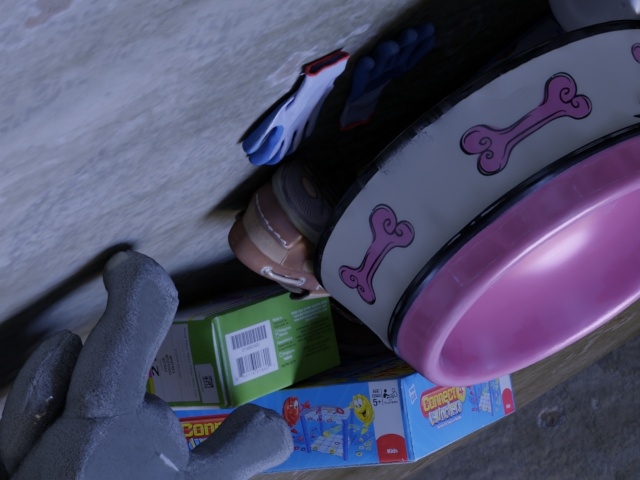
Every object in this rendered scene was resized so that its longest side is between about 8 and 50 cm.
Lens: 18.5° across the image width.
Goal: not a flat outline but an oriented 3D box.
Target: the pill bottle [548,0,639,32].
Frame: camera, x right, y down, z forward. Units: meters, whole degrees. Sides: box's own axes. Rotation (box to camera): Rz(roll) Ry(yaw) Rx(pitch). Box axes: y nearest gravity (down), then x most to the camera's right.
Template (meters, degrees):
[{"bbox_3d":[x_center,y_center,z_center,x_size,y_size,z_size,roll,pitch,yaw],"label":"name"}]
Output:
[{"bbox_3d":[0.308,-0.253,1.872,0.180,0.108,0.108,-21,159,-43],"label":"pill bottle"}]

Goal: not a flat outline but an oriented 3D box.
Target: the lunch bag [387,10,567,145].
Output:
[{"bbox_3d":[0.202,-0.113,2.065,0.303,0.115,0.243,-38,168,3],"label":"lunch bag"}]

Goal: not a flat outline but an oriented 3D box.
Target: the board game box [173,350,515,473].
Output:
[{"bbox_3d":[0.017,0.181,2.136,0.302,0.086,0.308,-8,-178,25],"label":"board game box"}]

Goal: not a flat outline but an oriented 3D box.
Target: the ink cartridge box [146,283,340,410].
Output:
[{"bbox_3d":[-0.139,0.112,2.059,0.255,0.097,0.189,-5,-172,38],"label":"ink cartridge box"}]

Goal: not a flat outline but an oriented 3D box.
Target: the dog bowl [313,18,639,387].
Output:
[{"bbox_3d":[0.204,-0.017,1.853,0.408,0.150,0.408,-29,158,-13],"label":"dog bowl"}]

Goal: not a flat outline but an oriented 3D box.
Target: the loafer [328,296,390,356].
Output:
[{"bbox_3d":[0.108,0.011,2.249,0.366,0.134,0.130,-29,153,-41],"label":"loafer"}]

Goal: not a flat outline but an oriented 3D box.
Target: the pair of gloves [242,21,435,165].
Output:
[{"bbox_3d":[0.017,-0.129,1.774,0.198,0.023,0.159,-27,162,-34],"label":"pair of gloves"}]

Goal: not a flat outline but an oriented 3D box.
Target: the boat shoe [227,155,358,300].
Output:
[{"bbox_3d":[0.000,0.000,1.973,0.116,0.123,0.324,-35,157,13],"label":"boat shoe"}]

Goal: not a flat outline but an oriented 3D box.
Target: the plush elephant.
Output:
[{"bbox_3d":[-0.234,0.211,1.855,0.255,0.272,0.330,-1,-130,49],"label":"plush elephant"}]
